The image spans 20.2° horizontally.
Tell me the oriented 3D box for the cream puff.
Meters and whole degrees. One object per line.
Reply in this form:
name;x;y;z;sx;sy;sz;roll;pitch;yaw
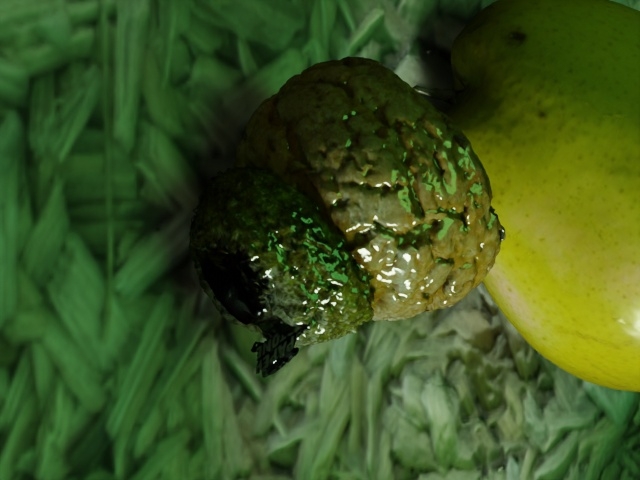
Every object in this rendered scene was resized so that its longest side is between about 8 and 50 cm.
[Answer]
cream puff;0.000;0.000;1.127;0.169;0.183;0.183;-41;122;-29

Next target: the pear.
pear;0.233;-0.039;1.363;0.336;0.285;0.285;46;43;9
